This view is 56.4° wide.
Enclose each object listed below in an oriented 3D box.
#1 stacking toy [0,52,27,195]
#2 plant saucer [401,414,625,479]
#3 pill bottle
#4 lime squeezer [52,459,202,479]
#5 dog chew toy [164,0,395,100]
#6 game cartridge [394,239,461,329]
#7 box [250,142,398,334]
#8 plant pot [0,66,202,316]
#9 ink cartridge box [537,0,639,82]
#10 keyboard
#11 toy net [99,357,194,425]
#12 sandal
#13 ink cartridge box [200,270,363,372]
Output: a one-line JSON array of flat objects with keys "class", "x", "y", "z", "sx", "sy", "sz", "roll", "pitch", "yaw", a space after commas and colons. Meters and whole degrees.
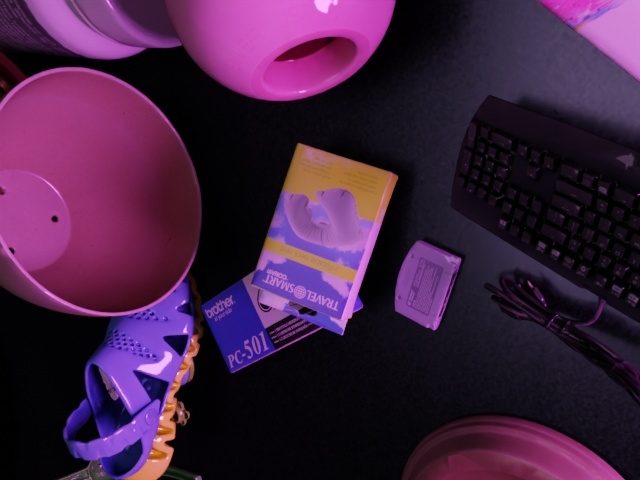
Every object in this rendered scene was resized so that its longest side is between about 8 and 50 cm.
[{"class": "stacking toy", "x": -0.493, "y": -0.183, "z": 0.834, "sx": 0.130, "sy": 0.279, "sz": 0.309, "roll": -40, "pitch": 69, "yaw": 0}, {"class": "plant saucer", "x": 0.195, "y": 0.312, "z": 0.594, "sx": 0.278, "sy": 0.041, "sz": 0.277, "roll": 10, "pitch": 107, "yaw": 36}, {"class": "pill bottle", "x": -0.306, "y": -0.324, "z": 0.713, "sx": 0.361, "sy": 0.204, "sz": 0.204, "roll": 15, "pitch": 110, "yaw": 34}, {"class": "lime squeezer", "x": -0.327, "y": 0.372, "z": 0.967, "sx": 0.311, "sy": 0.110, "sz": 0.058, "roll": -7, "pitch": 79, "yaw": 8}, {"class": "dog chew toy", "x": -0.060, "y": -0.301, "z": 0.548, "sx": 0.207, "sy": 0.207, "sz": 0.331, "roll": -28, "pitch": 75, "yaw": 38}, {"class": "game cartridge", "x": 0.106, "y": 0.044, "z": 0.611, "sx": 0.056, "sy": 0.017, "sz": 0.083, "roll": 26, "pitch": 115, "yaw": 26}, {"class": "box", "x": 0.000, "y": 0.000, "z": 0.620, "sx": 0.109, "sy": 0.042, "sz": 0.178, "roll": 20, "pitch": 95, "yaw": 17}, {"class": "plant pot", "x": -0.313, "y": -0.042, "z": 0.725, "sx": 0.191, "sy": 0.284, "sz": 0.283, "roll": -11, "pitch": 94, "yaw": 34}, {"class": "ink cartridge box", "x": 0.228, "y": -0.194, "z": 0.322, "sx": 0.353, "sy": 0.119, "sz": 0.207, "roll": 41, "pitch": 125, "yaw": 2}, {"class": "keyboard", "x": 0.215, "y": 0.028, "z": 0.452, "sx": 0.317, "sy": 0.033, "sz": 0.201, "roll": 41, "pitch": 143, "yaw": 44}, {"class": "toy net", "x": -0.275, "y": 0.228, "z": 0.925, "sx": 0.232, "sy": 0.045, "sz": 0.122, "roll": -16, "pitch": 93, "yaw": 40}, {"class": "sandal", "x": -0.246, "y": 0.163, "z": 0.784, "sx": 0.126, "sy": 0.138, "sz": 0.317, "roll": -1, "pitch": 76, "yaw": 27}, {"class": "ink cartridge box", "x": -0.054, "y": 0.080, "z": 0.721, "sx": 0.207, "sy": 0.046, "sz": 0.097, "roll": -33, "pitch": 80, "yaw": 37}]
